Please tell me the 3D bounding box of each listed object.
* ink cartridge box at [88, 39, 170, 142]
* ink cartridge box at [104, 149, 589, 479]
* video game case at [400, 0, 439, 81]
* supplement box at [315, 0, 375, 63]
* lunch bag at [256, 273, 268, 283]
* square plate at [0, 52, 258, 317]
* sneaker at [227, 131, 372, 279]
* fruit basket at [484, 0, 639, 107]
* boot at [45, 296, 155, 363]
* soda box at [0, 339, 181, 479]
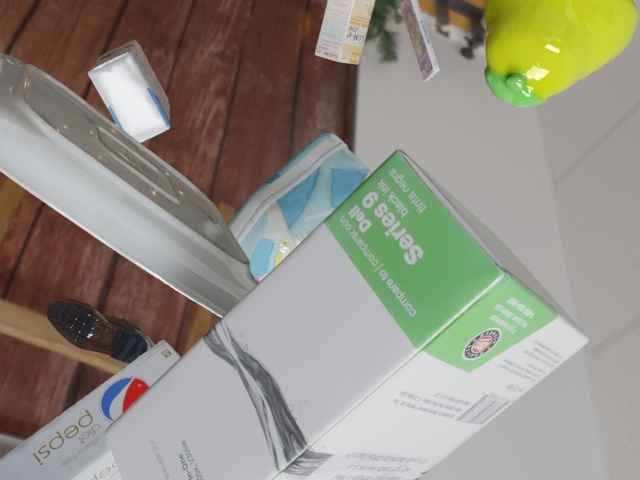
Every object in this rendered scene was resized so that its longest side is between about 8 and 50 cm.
[{"bbox_3d":[-0.325,-0.260,1.312,0.082,0.139,0.191,-26,-157,-2],"label":"ink cartridge box"},{"bbox_3d":[0.024,0.104,0.548,0.289,0.211,0.121,-43,-123,12],"label":"ink cartridge box"},{"bbox_3d":[0.151,-0.308,1.152,0.087,0.011,0.122,-144,-145,-87],"label":"video game case"},{"bbox_3d":[0.032,-0.267,0.915,0.062,0.036,0.098,-21,129,-62],"label":"supplement box"},{"bbox_3d":[-0.087,0.065,1.631,0.160,0.223,0.262,-46,169,-51],"label":"lunch bag"},{"bbox_3d":[-0.202,-0.064,0.766,0.049,0.344,0.347,-50,-152,5],"label":"square plate"},{"bbox_3d":[0.000,0.000,1.058,0.319,0.208,0.127,-49,169,-28],"label":"sneaker"},{"bbox_3d":[0.330,-0.322,0.914,0.392,0.283,0.392,-15,-109,51],"label":"fruit basket"},{"bbox_3d":[-0.415,0.177,1.446,0.082,0.219,0.106,-62,171,-7],"label":"boot"},{"bbox_3d":[-0.220,0.203,0.776,0.216,0.074,0.069,-37,146,-24],"label":"soda box"}]
